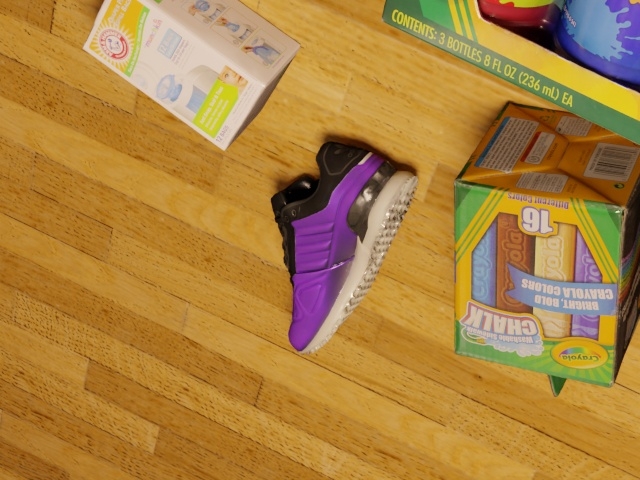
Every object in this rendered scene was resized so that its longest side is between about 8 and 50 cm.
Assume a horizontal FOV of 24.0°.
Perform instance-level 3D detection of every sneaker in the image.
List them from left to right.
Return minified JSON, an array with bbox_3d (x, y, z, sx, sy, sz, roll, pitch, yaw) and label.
[{"bbox_3d":[0.000,-0.001,1.780,0.146,0.102,0.293,32,127,9],"label":"sneaker"}]

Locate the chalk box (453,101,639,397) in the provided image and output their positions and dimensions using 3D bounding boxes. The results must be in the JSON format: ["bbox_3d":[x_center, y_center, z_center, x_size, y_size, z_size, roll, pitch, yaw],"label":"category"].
[{"bbox_3d":[0.251,0.029,1.609,0.179,0.180,0.289,12,126,20],"label":"chalk box"}]

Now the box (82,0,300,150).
[{"bbox_3d":[-0.145,-0.218,1.689,0.203,0.103,0.114,36,131,0],"label":"box"}]

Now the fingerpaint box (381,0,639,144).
[{"bbox_3d":[0.305,-0.285,1.323,0.445,0.163,0.371,29,132,19],"label":"fingerpaint box"}]
